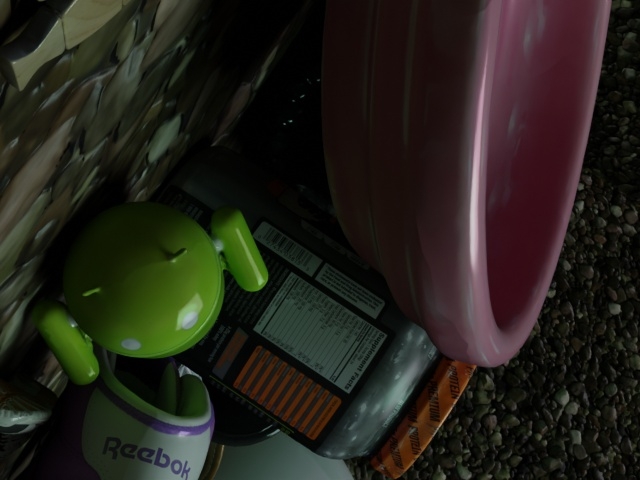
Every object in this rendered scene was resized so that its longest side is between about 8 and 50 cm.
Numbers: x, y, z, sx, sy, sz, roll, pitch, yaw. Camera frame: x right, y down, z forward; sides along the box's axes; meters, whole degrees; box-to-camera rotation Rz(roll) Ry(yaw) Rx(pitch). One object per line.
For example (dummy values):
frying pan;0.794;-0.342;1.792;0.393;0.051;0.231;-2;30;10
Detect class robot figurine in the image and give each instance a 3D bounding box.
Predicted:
robot figurine;-0.077;0.018;0.531;0.101;0.067;0.115;-26;175;-5

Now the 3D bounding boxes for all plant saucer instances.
plant saucer;0.080;-0.107;0.588;0.332;0.084;0.332;9;90;-72

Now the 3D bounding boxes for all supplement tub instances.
supplement tub;-0.013;0.042;0.667;0.117;0.190;0.117;-56;179;-2

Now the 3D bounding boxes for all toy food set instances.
toy food set;-0.041;-0.097;0.304;0.122;0.019;0.078;-47;174;-26

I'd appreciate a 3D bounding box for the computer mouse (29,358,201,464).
computer mouse;-0.117;0.091;0.765;0.193;0.106;0.042;-46;-144;-3

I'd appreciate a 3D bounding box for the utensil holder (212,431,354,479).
utensil holder;-0.159;0.418;1.434;0.328;0.327;0.385;-58;175;30

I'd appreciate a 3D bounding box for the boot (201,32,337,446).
boot;-0.008;-0.005;0.839;0.260;0.131;0.348;176;-61;-85

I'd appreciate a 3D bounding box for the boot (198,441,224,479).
boot;-0.100;0.106;1.175;0.220;0.109;0.283;-60;174;-47

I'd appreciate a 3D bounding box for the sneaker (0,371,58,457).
sneaker;-0.141;0.083;0.539;0.037;0.032;0.083;-56;177;-4

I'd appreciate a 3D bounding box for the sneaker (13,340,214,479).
sneaker;-0.120;0.132;0.639;0.282;0.102;0.161;-18;-126;64
